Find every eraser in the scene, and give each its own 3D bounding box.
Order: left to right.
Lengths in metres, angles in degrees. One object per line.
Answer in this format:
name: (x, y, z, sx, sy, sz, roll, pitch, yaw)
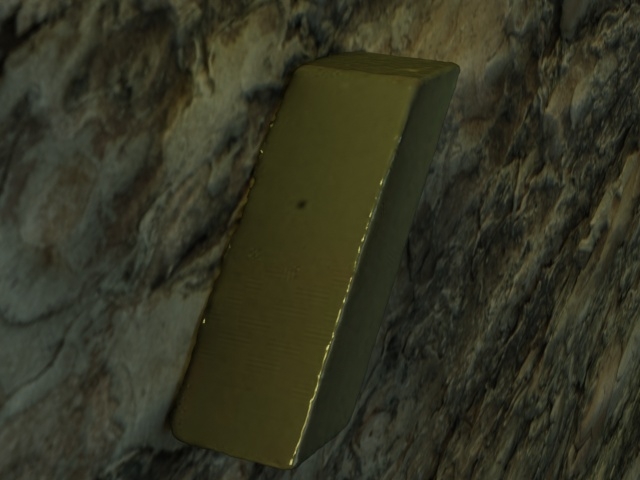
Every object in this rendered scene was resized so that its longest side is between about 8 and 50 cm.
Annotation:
eraser: (0.000, 0.000, 0.933, 0.077, 0.111, 0.353, 44, 61, -59)
